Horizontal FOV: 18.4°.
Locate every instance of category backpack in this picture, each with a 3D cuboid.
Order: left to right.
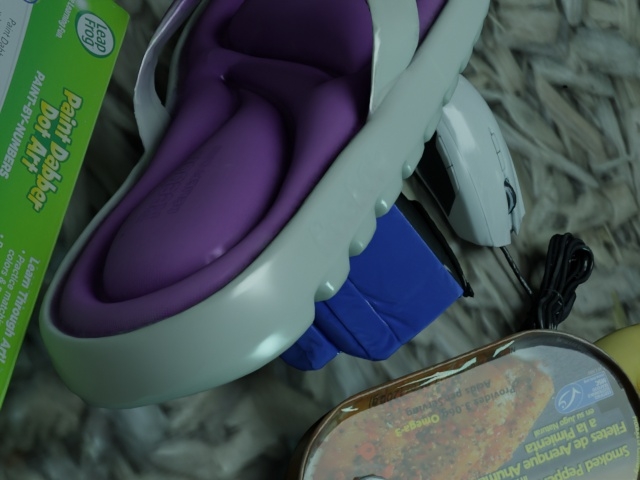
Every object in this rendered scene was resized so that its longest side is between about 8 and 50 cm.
[{"bbox_3d":[0.000,0.000,0.947,0.098,0.101,0.120,56,3,-18],"label":"backpack"}]

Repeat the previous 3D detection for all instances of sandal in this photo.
[{"bbox_3d":[-0.021,-0.089,0.880,0.416,0.169,0.102,-75,144,-54],"label":"sandal"}]

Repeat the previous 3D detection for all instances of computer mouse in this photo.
[{"bbox_3d":[0.095,-0.033,1.136,0.193,0.042,0.106,56,36,-8],"label":"computer mouse"}]

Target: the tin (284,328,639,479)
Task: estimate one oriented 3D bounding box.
[{"bbox_3d":[0.071,0.111,0.943,0.190,0.040,0.106,-18,78,-24],"label":"tin"}]

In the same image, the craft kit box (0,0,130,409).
[{"bbox_3d":[-0.203,-0.076,0.782,0.247,0.061,0.250,39,41,-25],"label":"craft kit box"}]

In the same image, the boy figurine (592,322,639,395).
[{"bbox_3d":[0.191,0.121,1.113,0.285,0.092,0.177,26,51,-43],"label":"boy figurine"}]
